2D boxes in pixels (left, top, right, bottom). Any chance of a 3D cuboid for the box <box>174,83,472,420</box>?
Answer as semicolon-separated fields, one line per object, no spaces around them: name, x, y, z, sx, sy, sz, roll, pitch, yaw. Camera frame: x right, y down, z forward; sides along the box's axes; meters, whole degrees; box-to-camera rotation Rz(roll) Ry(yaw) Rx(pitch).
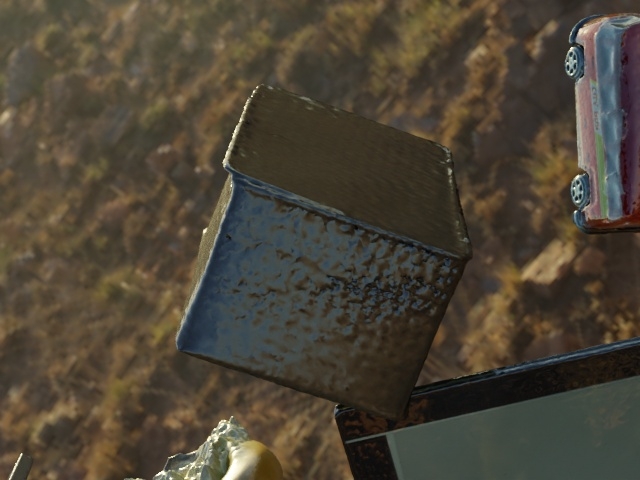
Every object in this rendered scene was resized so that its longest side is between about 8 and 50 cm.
box;0.001;-0.002;1.027;0.273;0.184;0.143;-86;17;-70

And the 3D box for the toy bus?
toy bus;0.367;-0.141;1.570;0.120;0.121;0.265;178;90;-74

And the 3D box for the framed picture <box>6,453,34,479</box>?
framed picture;-0.289;0.303;0.984;0.265;0.018;0.192;-61;8;12

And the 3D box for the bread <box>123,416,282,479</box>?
bread;-0.120;0.348;1.269;0.315;0.270;0.211;-33;1;-22

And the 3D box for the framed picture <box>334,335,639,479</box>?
framed picture;0.205;0.192;1.068;0.347;0.265;0.016;-14;34;5
